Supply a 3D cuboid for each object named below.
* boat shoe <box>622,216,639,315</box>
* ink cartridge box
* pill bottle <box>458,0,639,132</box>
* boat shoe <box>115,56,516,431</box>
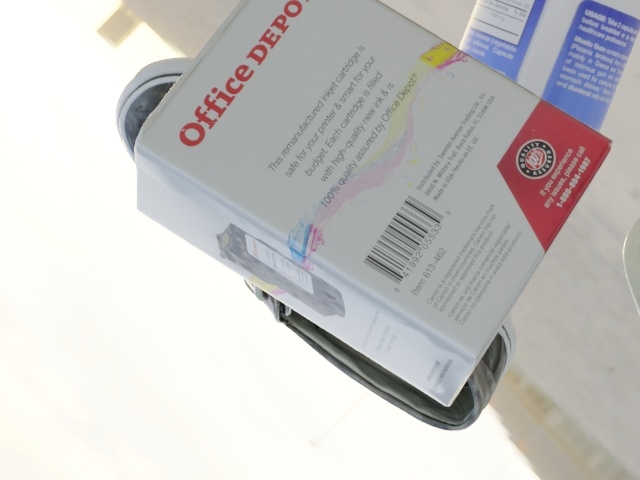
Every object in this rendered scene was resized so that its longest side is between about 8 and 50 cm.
[{"bbox_3d":[0.201,0.106,0.711,0.305,0.109,0.091,-91,-22,-45],"label":"boat shoe"},{"bbox_3d":[0.021,-0.030,0.735,0.175,0.127,0.072,32,158,7],"label":"ink cartridge box"},{"bbox_3d":[0.213,-0.189,1.512,0.152,0.272,0.152,20,-171,-3],"label":"pill bottle"},{"bbox_3d":[0.000,0.000,1.100,0.335,0.121,0.119,36,-155,-7],"label":"boat shoe"}]
